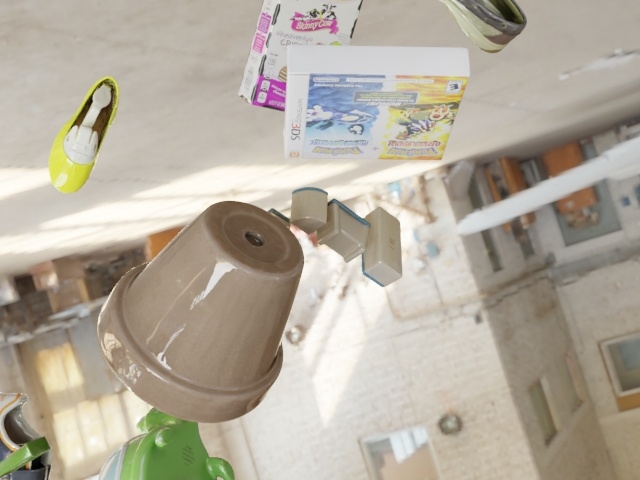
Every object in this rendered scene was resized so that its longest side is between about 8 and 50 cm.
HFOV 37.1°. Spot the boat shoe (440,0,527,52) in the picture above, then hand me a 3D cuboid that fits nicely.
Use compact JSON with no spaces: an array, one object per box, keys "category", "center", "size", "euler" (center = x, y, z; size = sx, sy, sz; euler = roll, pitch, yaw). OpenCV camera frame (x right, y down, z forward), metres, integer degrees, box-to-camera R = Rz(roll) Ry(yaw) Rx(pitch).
[{"category":"boat shoe","center":[0.173,-0.336,1.195],"size":[0.080,0.223,0.073],"euler":[-52,-168,-34]}]

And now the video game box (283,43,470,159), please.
[{"category":"video game box","center":[0.059,-0.159,1.131],"size":[0.205,0.048,0.187],"euler":[0,157,-3]}]

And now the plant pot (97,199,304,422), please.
[{"category":"plant pot","center":[-0.139,0.074,1.282],"size":[0.263,0.263,0.229],"euler":[-14,144,-49]}]

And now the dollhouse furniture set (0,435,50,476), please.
[{"category":"dollhouse furniture set","center":[-0.361,0.178,1.035],"size":[0.058,0.152,0.076],"euler":[-33,170,13]}]

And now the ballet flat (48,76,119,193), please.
[{"category":"ballet flat","center":[-0.394,-0.187,1.607],"size":[0.077,0.231,0.077],"euler":[26,146,-16]}]

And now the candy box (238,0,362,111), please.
[{"category":"candy box","center":[-0.035,-0.342,1.674],"size":[0.159,0.234,0.071],"euler":[7,-163,-29]}]

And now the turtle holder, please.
[{"category":"turtle holder","center":[-0.327,0.468,1.839],"size":[0.227,0.321,0.243],"euler":[-25,158,26]}]

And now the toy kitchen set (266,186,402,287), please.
[{"category":"toy kitchen set","center":[0.000,0.000,1.505],"size":[0.207,0.122,0.166],"euler":[35,129,-30]}]

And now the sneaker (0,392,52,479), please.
[{"category":"sneaker","center":[-0.520,0.414,1.611],"size":[0.127,0.321,0.126],"euler":[-17,176,3]}]
